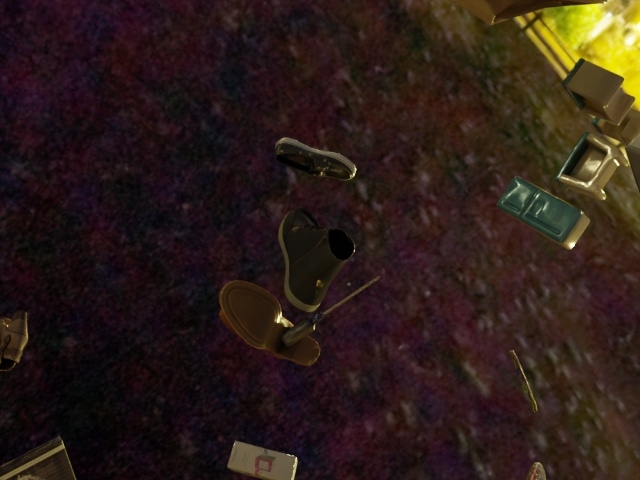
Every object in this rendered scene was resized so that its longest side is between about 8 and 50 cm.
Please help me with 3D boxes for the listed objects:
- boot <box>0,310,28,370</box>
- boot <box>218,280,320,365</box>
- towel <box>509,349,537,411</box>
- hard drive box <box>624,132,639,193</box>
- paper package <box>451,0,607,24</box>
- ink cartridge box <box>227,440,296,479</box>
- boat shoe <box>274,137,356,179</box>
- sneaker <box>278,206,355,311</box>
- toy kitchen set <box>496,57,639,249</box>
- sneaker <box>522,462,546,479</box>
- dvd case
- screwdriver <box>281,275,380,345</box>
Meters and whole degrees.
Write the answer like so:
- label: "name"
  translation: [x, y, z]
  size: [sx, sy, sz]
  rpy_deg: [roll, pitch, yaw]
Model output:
- label: "boot"
  translation: [-0.497, 0.165, 1.164]
  size: [0.042, 0.118, 0.087]
  rpy_deg: [19, 57, -29]
- label: "boot"
  translation: [-0.150, 0.159, 1.541]
  size: [0.283, 0.109, 0.220]
  rpy_deg: [35, -13, -37]
- label: "towel"
  translation: [0.306, 0.211, 1.104]
  size: [0.083, 0.009, 0.060]
  rpy_deg: [-101, 164, -45]
- label: "hard drive box"
  translation: [0.451, -0.085, 0.696]
  size: [0.089, 0.181, 0.232]
  rpy_deg: [51, -6, -39]
- label: "paper package"
  translation: [0.187, -0.442, 0.770]
  size: [0.309, 0.168, 0.325]
  rpy_deg: [16, 85, -36]
- label: "ink cartridge box"
  translation: [-0.107, 0.423, 1.382]
  size: [0.122, 0.088, 0.052]
  rpy_deg: [15, 68, 5]
- label: "boat shoe"
  translation: [-0.011, -0.127, 1.222]
  size: [0.142, 0.049, 0.040]
  rpy_deg: [19, 46, -6]
- label: "sneaker"
  translation: [0.000, 0.000, 1.153]
  size: [0.083, 0.118, 0.222]
  rpy_deg: [25, 33, -25]
- label: "toy kitchen set"
  translation: [0.323, -0.122, 0.997]
  size: [0.122, 0.207, 0.166]
  rpy_deg: [37, 7, 40]
- label: "sneaker"
  translation: [0.366, 0.475, 1.352]
  size: [0.158, 0.065, 0.061]
  rpy_deg: [-52, 122, -35]
- label: "dvd case"
  translation: [-0.528, 0.467, 1.333]
  size: [0.164, 0.221, 0.018]
  rpy_deg: [-25, 46, -28]
- label: "screwdriver"
  translation: [0.015, 0.098, 1.058]
  size: [0.024, 0.170, 0.025]
  rpy_deg: [53, -1, -33]
